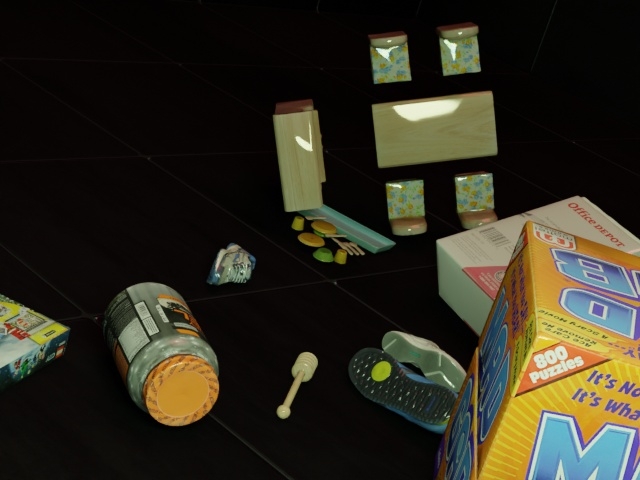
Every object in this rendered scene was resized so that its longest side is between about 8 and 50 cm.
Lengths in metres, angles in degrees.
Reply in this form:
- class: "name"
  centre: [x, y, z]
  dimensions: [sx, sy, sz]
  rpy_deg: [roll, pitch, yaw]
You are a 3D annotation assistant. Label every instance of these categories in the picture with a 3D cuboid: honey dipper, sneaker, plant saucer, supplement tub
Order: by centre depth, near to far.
- class: "supplement tub"
  centre: [-0.197, 0.143, 1.679]
  dimensions: [0.117, 0.117, 0.190]
  rpy_deg: [7, 24, -27]
- class: "honey dipper"
  centre: [-0.033, 0.195, 1.804]
  dimensions: [0.030, 0.030, 0.161]
  rpy_deg: [19, 22, 4]
- class: "sneaker"
  centre: [0.124, 0.216, 1.854]
  dimensions: [0.209, 0.069, 0.082]
  rpy_deg: [25, -13, 42]
- class: "sneaker"
  centre: [0.165, 0.174, 1.990]
  dimensions: [0.152, 0.054, 0.061]
  rpy_deg: [32, 22, 34]
- class: "sneaker"
  centre: [-0.133, 0.041, 2.088]
  dimensions: [0.058, 0.052, 0.135]
  rpy_deg: [25, 21, 6]
- class: "plant saucer"
  centre: [0.043, -0.025, 2.448]
  dimensions: [0.192, 0.018, 0.067]
  rpy_deg: [28, 22, 27]

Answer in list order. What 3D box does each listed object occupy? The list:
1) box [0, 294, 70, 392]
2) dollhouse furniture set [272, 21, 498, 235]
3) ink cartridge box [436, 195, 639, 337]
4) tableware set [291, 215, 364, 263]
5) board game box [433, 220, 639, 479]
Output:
- class: "box"
  centre: [-0.433, 0.126, 1.628]
  dimensions: [0.159, 0.044, 0.233]
  rpy_deg: [24, 21, 15]
- class: "dollhouse furniture set"
  centre: [0.122, -0.183, 2.416]
  dimensions: [0.394, 0.362, 0.256]
  rpy_deg: [-6, 13, 1]
- class: "ink cartridge box"
  centre: [0.362, 0.052, 2.221]
  dimensions: [0.283, 0.117, 0.207]
  rpy_deg: [-17, 34, -17]
- class: "tableware set"
  centre: [0.000, 0.000, 2.346]
  dimensions: [0.104, 0.024, 0.154]
  rpy_deg: [0, 28, -33]
- class: "board game box"
  centre: [0.345, 0.244, 1.527]
  dimensions: [0.356, 0.356, 0.356]
  rpy_deg: [18, 20, 0]
